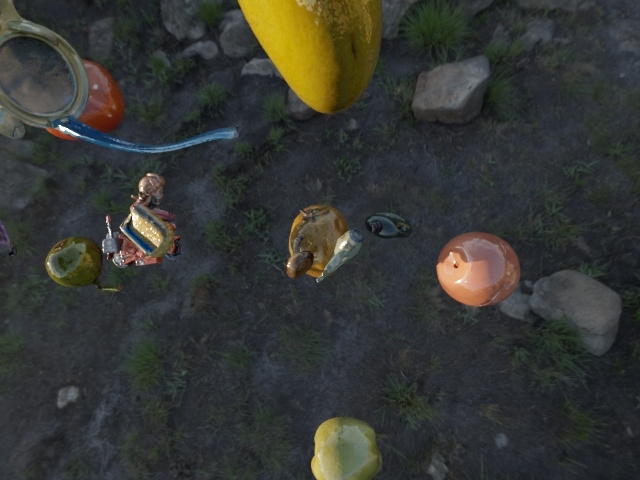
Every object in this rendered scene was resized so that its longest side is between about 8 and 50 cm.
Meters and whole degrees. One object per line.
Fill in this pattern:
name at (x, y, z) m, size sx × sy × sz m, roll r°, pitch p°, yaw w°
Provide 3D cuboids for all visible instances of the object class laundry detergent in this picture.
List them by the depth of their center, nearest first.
laundry detergent at (0.221, -0.046, 1.329) m, size 0.144 × 0.222 × 0.078 m, roll 27°, pitch 105°, yaw 20°

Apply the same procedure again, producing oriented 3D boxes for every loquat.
loquat at (0.000, 0.000, 1.279) m, size 0.193 × 0.238 × 0.238 m, roll 2°, pitch 71°, yaw 14°

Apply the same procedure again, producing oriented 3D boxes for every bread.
bread at (-0.335, -0.018, 0.788) m, size 0.106 × 0.053 × 0.072 m, roll 39°, pitch 97°, yaw 14°

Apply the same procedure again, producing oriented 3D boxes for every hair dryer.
hair dryer at (0.031, 0.070, 1.061) m, size 0.067 × 0.167 × 0.199 m, roll 37°, pitch 59°, yaw 5°

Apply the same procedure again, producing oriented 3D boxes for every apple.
apple at (0.066, 0.578, 1.094) m, size 0.200 × 0.200 × 0.200 m, roll -4°, pitch 70°, yaw 11°

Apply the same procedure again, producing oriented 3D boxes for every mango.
mango at (-0.025, -0.442, 0.761) m, size 0.301 × 0.445 × 0.220 m, roll 26°, pitch 57°, yaw 34°

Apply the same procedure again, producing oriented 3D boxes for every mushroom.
mushroom at (-0.055, 0.044, 1.125) m, size 0.073 × 0.088 × 0.129 m, roll 9°, pitch 90°, yaw 43°

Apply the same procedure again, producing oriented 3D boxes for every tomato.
tomato at (-0.723, -0.412, 1.207) m, size 0.260 × 0.180 × 0.259 m, roll 0°, pitch 75°, yaw 0°

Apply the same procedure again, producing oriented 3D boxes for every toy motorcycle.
toy motorcycle at (-0.695, -0.011, 1.575) m, size 0.326 × 0.148 × 0.221 m, roll -8°, pitch 90°, yaw 9°

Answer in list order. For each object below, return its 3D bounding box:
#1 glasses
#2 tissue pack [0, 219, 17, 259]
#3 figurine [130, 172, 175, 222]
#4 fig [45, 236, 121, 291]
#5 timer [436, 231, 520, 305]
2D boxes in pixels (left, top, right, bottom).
glasses at (-0.156, -0.157, 0.295) m, size 0.221 × 0.189 × 0.088 m, roll 12°, pitch 43°, yaw 8°
tissue pack at (-0.561, 0.039, 0.407) m, size 0.259 × 0.361 × 0.122 m, roll -34°, pitch 86°, yaw 1°
figurine at (-0.499, -0.115, 1.172) m, size 0.114 × 0.126 × 0.157 m, roll -15°, pitch 101°, yaw -8°
fig at (-0.705, 0.075, 1.188) m, size 0.148 × 0.186 × 0.142 m, roll -20°, pitch 50°, yaw -8°
timer at (0.482, 0.087, 1.229) m, size 0.215 × 0.230 × 0.229 m, roll 9°, pitch 66°, yaw -31°
